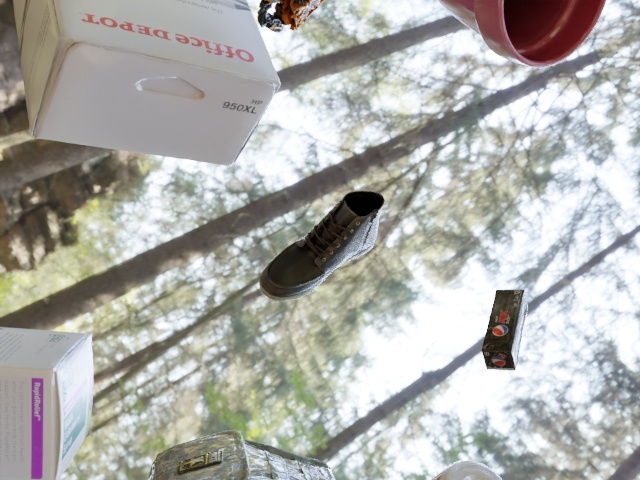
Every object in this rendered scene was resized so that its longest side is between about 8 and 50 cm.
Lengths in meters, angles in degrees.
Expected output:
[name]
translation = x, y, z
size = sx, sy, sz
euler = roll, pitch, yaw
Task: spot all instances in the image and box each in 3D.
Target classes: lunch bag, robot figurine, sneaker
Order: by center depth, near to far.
[lunch bag]
translation = -0.114, 0.384, 1.090
size = 0.235, 0.287, 0.169
euler = -153, -96, -79
[sneaker]
translation = 0.000, 0.000, 1.169
size = 0.083, 0.222, 0.118
euler = 46, -29, 21
[robot figurine]
translation = -0.068, -0.576, 1.664
size = 0.085, 0.211, 0.291
euler = 36, -12, 23

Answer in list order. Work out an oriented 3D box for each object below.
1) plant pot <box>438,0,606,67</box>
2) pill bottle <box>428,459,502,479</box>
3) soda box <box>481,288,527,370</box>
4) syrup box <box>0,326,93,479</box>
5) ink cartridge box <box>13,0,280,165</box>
[plant pot]
translation = 0.260, -0.356, 1.050
size = 0.180, 0.201, 0.201
euler = 38, -40, 48
[pill bottle]
translation = 0.159, 0.399, 1.050
size = 0.121, 0.121, 0.216
euler = 52, -48, 15
[soda box]
translation = 0.352, 0.167, 1.455
size = 0.060, 0.169, 0.053
euler = -2, -52, 27
[syrup box]
translation = -0.303, 0.119, 0.582
size = 0.093, 0.236, 0.096
euler = -99, -166, -79
[ink cartridge box]
translation = -0.257, -0.310, 1.053
size = 0.166, 0.285, 0.395
euler = -54, -136, 39
